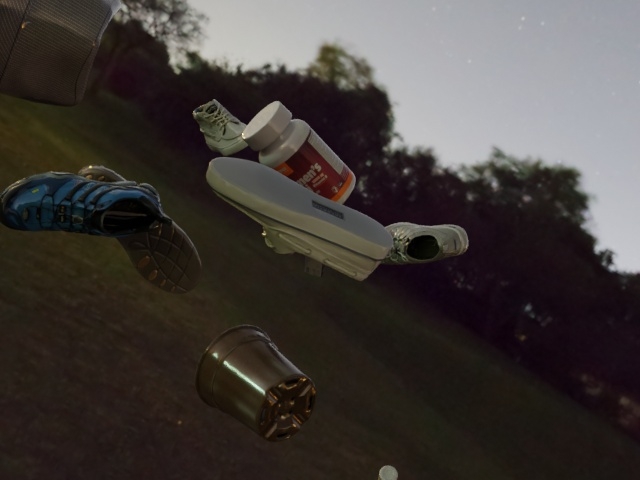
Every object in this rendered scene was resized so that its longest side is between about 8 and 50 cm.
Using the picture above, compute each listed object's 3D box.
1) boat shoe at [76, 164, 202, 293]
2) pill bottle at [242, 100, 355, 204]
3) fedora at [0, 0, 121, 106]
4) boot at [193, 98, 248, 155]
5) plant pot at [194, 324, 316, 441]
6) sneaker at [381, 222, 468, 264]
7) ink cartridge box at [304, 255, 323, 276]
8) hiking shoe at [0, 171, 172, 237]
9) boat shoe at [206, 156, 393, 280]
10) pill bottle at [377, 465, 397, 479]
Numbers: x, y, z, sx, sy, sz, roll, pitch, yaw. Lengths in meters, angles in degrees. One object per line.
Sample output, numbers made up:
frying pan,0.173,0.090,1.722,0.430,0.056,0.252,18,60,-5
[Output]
boat shoe,-0.381,-0.034,1.499,0.355,0.132,0.130,54,1,-29
pill bottle,-0.042,-0.158,1.367,0.221,0.121,0.121,44,-6,-25
fedora,-0.298,-0.232,0.759,0.124,0.243,0.275,23,-14,-24
boot,-0.251,-0.288,1.751,0.258,0.095,0.123,14,-41,60
plant pot,-0.106,0.255,1.216,0.165,0.167,0.167,26,-4,46
sneaker,0.213,0.007,1.713,0.281,0.105,0.115,-10,2,38
ink cartridge box,0.000,0.000,1.600,0.046,0.097,0.207,18,-25,6
hiking shoe,-0.439,-0.063,1.294,0.304,0.113,0.132,-5,21,-25
boat shoe,-0.035,-0.019,0.897,0.258,0.084,0.095,26,28,-10
pill bottle,0.156,0.568,1.640,0.043,0.043,0.083,31,-39,26
